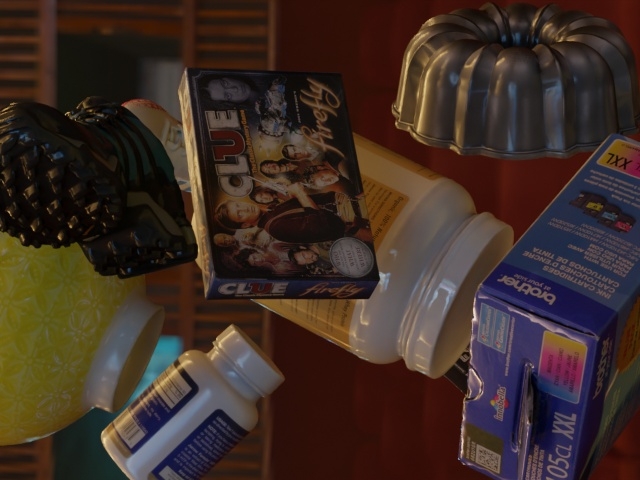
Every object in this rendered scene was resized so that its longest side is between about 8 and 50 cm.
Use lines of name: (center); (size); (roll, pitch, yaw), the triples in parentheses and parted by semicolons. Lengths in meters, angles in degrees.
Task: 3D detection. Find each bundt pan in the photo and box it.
bundt pan: (0.254, -0.220, 2.085); (0.331, 0.331, 0.124); (-58, -30, -62)

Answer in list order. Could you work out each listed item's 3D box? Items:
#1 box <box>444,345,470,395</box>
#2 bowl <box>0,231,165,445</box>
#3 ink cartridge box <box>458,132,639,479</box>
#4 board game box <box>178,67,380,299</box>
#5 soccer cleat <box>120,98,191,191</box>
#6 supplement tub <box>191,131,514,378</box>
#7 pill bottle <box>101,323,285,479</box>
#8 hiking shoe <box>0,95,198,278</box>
box: (0.236, 0.131, 2.196); (0.293, 0.073, 0.295); (41, -158, -12)
bowl: (-0.245, 0.084, 1.577); (0.289, 0.156, 0.289); (24, -90, -83)
ink cartridge box: (0.284, 0.104, 1.802); (0.395, 0.151, 0.270); (-42, -34, -40)
board game box: (-0.043, -0.057, 1.584); (0.042, 0.165, 0.243); (117, 148, -55)
soccer cleat: (-0.221, -0.151, 2.610); (0.331, 0.143, 0.116); (28, -111, -70)
supplement tub: (0.037, 0.002, 1.853); (0.228, 0.316, 0.228); (-52, -21, -29)
pill bottle: (-0.132, 0.183, 1.741); (0.187, 0.112, 0.112); (-43, -20, 0)
hiking shoe: (-0.202, -0.063, 1.345); (0.304, 0.113, 0.132); (47, -152, -67)
